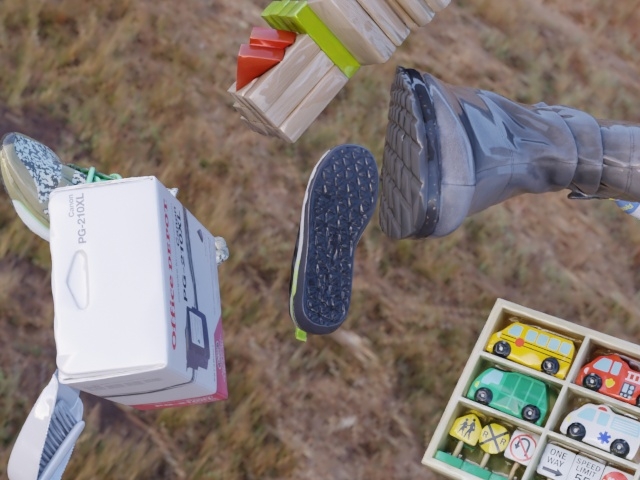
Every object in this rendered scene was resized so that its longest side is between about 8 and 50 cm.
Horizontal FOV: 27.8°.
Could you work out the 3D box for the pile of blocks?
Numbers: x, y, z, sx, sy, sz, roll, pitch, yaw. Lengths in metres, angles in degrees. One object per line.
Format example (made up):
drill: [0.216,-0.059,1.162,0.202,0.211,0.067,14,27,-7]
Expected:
pile of blocks: [0.039,-0.245,1.208,0.112,0.362,0.149,46,13,-25]

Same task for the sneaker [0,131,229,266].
sneaker: [-0.303,-0.054,1.969,0.410,0.182,0.158,39,28,-29]

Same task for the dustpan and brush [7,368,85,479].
dustpan and brush: [-0.303,0.255,1.391,0.060,0.211,0.147,28,-14,8]

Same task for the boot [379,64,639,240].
boot: [0.159,-0.067,0.972,0.223,0.118,0.338,7,15,2]

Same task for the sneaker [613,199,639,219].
sneaker: [0.427,-0.087,1.629,0.059,0.144,0.053,46,-2,-12]

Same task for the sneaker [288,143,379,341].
sneaker: [0.000,0.000,1.505,0.084,0.234,0.097,17,-8,-16]

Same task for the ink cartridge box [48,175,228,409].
ink cartridge box: [-0.163,0.057,1.195,0.237,0.100,0.172,57,26,-74]

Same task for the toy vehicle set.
toy vehicle set: [0.240,0.168,1.097,0.267,0.166,0.035,19,-16,27]
